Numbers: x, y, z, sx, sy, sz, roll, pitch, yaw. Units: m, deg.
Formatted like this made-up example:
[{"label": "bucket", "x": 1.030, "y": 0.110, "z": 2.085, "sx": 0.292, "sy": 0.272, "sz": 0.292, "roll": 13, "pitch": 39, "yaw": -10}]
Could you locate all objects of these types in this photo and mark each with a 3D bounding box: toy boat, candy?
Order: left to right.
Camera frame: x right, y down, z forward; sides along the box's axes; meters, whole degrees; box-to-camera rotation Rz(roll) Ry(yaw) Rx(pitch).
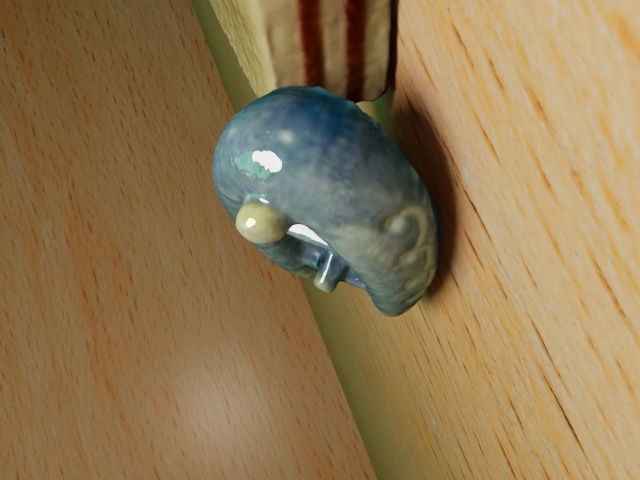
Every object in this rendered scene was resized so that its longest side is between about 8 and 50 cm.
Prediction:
[{"label": "candy", "x": -0.051, "y": -0.283, "z": 0.512, "sx": 0.179, "sy": 0.135, "sz": 0.321, "roll": 81, "pitch": 166, "yaw": -61}, {"label": "toy boat", "x": 0.000, "y": 0.000, "z": 0.519, "sx": 0.215, "sy": 0.123, "sz": 0.330, "roll": 24, "pitch": 160, "yaw": 19}]
